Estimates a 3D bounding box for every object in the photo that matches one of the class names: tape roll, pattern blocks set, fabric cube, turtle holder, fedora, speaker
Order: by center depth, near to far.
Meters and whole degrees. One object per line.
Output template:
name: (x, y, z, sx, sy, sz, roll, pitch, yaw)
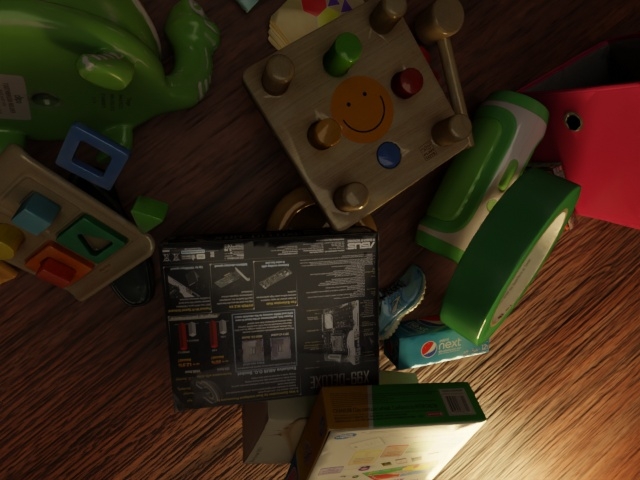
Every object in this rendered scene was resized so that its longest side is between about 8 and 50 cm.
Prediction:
turtle holder: (-0.285, -0.236, 0.460, 0.319, 0.243, 0.228, -13, 81, -2)
pattern blocks set: (0.024, -0.317, 0.654, 0.285, 0.026, 0.325, -38, 112, -6)
fedora: (0.000, 0.000, 0.690, 0.194, 0.079, 0.195, -1, 97, -11)
tape roll: (0.335, 0.034, 0.731, 0.321, 0.077, 0.322, -36, 144, -31)
fabric cube: (0.558, -0.205, 0.740, 0.258, 0.254, 0.258, -30, 113, -9)
speaker: (0.285, -0.106, 0.742, 0.131, 0.131, 0.297, 24, 96, -22)

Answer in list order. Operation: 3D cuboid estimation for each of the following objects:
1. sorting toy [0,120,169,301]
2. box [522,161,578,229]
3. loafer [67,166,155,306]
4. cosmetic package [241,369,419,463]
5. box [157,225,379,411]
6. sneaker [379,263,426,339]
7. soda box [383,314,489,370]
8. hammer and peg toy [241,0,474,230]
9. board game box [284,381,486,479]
sorting toy: (-0.344, 0.001, 0.518, 0.347, 0.047, 0.196, -29, 127, 23)
box: (0.443, -0.090, 0.816, 0.027, 0.094, 0.137, -35, 112, -15)
loafer: (-0.305, 0.003, 0.601, 0.076, 0.078, 0.224, -19, 109, -12)
cosmetic package: (0.026, 0.318, 0.750, 0.309, 0.113, 0.160, 10, 127, -21)
box: (-0.066, 0.109, 0.613, 0.306, 0.076, 0.243, -4, 100, -9)
sneaker: (0.138, 0.112, 0.787, 0.073, 0.063, 0.162, 35, 91, -20)
soda box: (0.238, 0.199, 0.840, 0.209, 0.067, 0.071, -6, 106, -17)
hammer and peg toy: (0.106, -0.206, 0.597, 0.361, 0.127, 0.266, -33, 99, -12)
board game box: (0.084, 0.349, 0.671, 0.241, 0.064, 0.317, 4, 129, -16)
